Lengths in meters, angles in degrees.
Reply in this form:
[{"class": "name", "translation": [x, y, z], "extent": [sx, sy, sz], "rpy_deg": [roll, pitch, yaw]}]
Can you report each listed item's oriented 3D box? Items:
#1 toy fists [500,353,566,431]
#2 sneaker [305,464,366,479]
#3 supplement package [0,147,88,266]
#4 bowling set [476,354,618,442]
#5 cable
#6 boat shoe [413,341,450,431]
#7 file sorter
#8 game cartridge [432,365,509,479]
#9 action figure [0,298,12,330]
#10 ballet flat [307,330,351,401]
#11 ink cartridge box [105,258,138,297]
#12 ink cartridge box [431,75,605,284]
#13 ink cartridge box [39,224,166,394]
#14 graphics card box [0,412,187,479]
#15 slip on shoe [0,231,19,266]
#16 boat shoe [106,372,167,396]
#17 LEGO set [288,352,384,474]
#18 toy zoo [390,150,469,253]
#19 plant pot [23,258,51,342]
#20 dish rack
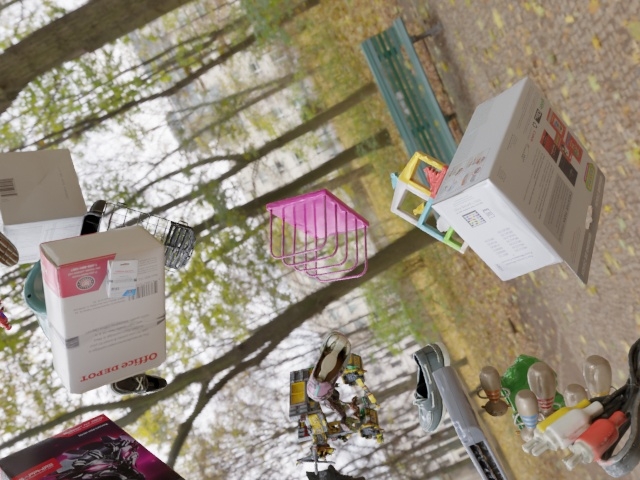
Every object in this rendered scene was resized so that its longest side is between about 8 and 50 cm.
[{"class": "toy fists", "translation": [0.563, 0.410, 1.563], "extent": [0.279, 0.142, 0.096], "rpy_deg": [59, -179, -30]}, {"class": "sneaker", "translation": [0.046, 0.720, 1.801], "extent": [0.051, 0.170, 0.089], "rpy_deg": [67, -176, -65]}, {"class": "supplement package", "translation": [-0.749, -0.081, 1.541], "extent": [0.262, 0.198, 0.199], "rpy_deg": [-41, 66, 51]}, {"class": "bowling set", "translation": [0.466, 0.359, 1.208], "extent": [0.200, 0.287, 0.154], "rpy_deg": [-62, -41, -59]}, {"class": "cable", "translation": [0.406, 0.208, 0.795], "extent": [0.072, 0.287, 0.139], "rpy_deg": [51, 164, -7]}, {"class": "boat shoe", "translation": [0.313, 0.448, 1.777], "extent": [0.116, 0.099, 0.320], "rpy_deg": [-133, 39, -55]}, {"class": "file sorter", "translation": [0.000, 0.000, 1.781], "extent": [0.290, 0.202, 0.182], "rpy_deg": [31, -128, -55]}, {"class": "game cartridge", "translation": [0.339, 0.421, 1.323], "extent": [0.297, 0.062, 0.198], "rpy_deg": [58, -166, -34]}, {"class": "action figure", "translation": [-0.679, 0.143, 1.245], "extent": [0.115, 0.030, 0.038], "rpy_deg": [53, 149, 18]}, {"class": "ballet flat", "translation": [0.029, 0.272, 1.367], "extent": [0.221, 0.076, 0.079], "rpy_deg": [-58, -9, -53]}, {"class": "ink cartridge box", "translation": [-0.355, 0.060, 1.058], "extent": [0.028, 0.048, 0.083], "rpy_deg": [54, 136, 42]}, {"class": "ink cartridge box", "translation": [0.376, -0.093, 1.081], "extent": [0.272, 0.130, 0.309], "rpy_deg": [44, -129, -16]}, {"class": "ink cartridge box", "translation": [-0.425, 0.133, 1.174], "extent": [0.117, 0.207, 0.283], "rpy_deg": [31, 124, 43]}, {"class": "graphics card box", "translation": [-0.425, 0.477, 1.117], "extent": [0.371, 0.232, 0.094], "rpy_deg": [17, 113, 42]}, {"class": "slip on shoe", "translation": [-0.757, 0.005, 1.385], "extent": [0.041, 0.051, 0.135], "rpy_deg": [42, 166, 46]}, {"class": "boat shoe", "translation": [-0.610, 0.476, 1.981], "extent": [0.219, 0.070, 0.078], "rpy_deg": [16, -117, -56]}, {"class": "LEGO set", "translation": [0.043, 0.481, 1.577], "extent": [0.192, 0.254, 0.331], "rpy_deg": [-93, -4, -58]}, {"class": "toy zoo", "translation": [0.316, -0.118, 1.639], "extent": [0.293, 0.192, 0.030], "rpy_deg": [34, -151, 24]}, {"class": "plant pot", "translation": [-0.549, 0.146, 1.403], "extent": [0.255, 0.271, 0.272], "rpy_deg": [71, 177, -55]}, {"class": "dish rack", "translation": [-0.456, 0.007, 1.481], "extent": [0.208, 0.271, 0.074], "rpy_deg": [124, 157, -45]}]
